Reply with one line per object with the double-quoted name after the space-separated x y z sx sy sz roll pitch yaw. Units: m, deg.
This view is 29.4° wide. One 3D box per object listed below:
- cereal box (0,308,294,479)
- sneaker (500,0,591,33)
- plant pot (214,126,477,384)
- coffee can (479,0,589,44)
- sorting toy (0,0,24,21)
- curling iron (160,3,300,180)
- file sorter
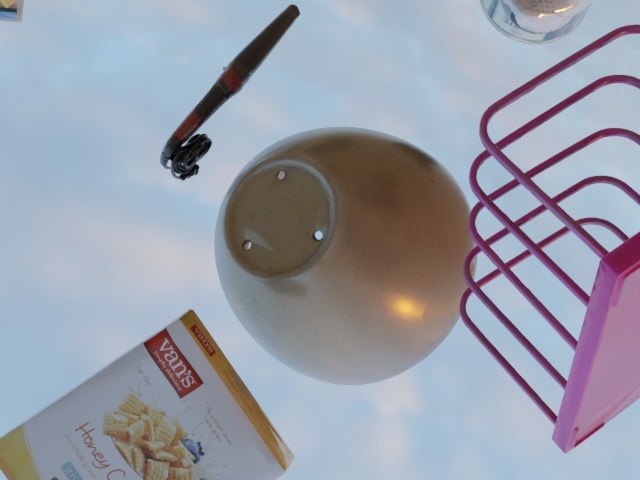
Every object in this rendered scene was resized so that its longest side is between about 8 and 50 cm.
-0.168 0.198 1.136 0.173 0.240 0.047 55 -164 -2 "cereal box"
0.378 -0.389 1.696 0.297 0.129 0.111 -31 -92 -18 "sneaker"
0.000 0.000 1.274 0.284 0.284 0.191 53 -168 26 "plant pot"
0.377 -0.464 2.017 0.201 0.201 0.275 41 173 6 "coffee can"
-0.315 -0.217 1.116 0.083 0.062 0.012 1 -112 -17 "sorting toy"
-0.103 -0.177 1.399 0.035 0.068 0.274 27 -115 11 "curling iron"
0.236 -0.003 1.012 0.202 0.290 0.182 -32 -120 -18 "file sorter"
